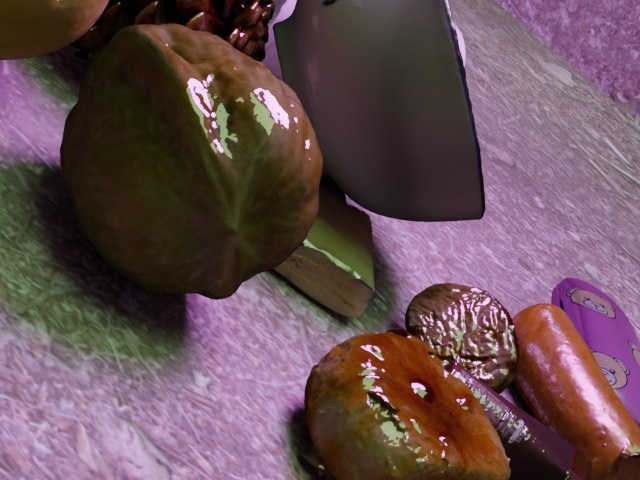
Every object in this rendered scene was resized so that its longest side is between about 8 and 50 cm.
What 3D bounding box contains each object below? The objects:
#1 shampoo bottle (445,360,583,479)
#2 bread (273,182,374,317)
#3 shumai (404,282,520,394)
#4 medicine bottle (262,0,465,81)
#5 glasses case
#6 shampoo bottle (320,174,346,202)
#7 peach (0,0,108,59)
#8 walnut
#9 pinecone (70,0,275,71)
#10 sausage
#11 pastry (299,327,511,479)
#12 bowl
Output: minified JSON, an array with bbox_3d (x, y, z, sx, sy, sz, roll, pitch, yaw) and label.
[{"bbox_3d":[0.212,0.218,1.707,0.236,0.068,0.067,39,19,-6],"label":"shampoo bottle"},{"bbox_3d":[0.001,0.000,1.784,0.139,0.060,0.178,34,22,-16],"label":"bread"},{"bbox_3d":[0.157,0.124,1.801,0.123,0.105,0.139,-19,37,-15],"label":"shumai"},{"bbox_3d":[0.027,-0.278,2.198,0.332,0.190,0.190,24,26,-37],"label":"medicine bottle"},{"bbox_3d":[0.362,0.146,2.094,0.123,0.076,0.316,37,21,-14],"label":"glasses case"},{"bbox_3d":[-0.014,-0.098,1.958,0.063,0.057,0.208,29,25,-29],"label":"shampoo bottle"},{"bbox_3d":[-0.338,-0.331,1.553,0.315,0.281,0.314,1,78,-20],"label":"peach"},{"bbox_3d":[-0.125,-0.078,1.491,0.227,0.283,0.283,-18,49,-16],"label":"walnut"},{"bbox_3d":[-0.167,-0.244,1.765,0.272,0.224,0.224,35,20,6],"label":"pinecone"},{"bbox_3d":[0.287,0.179,1.876,0.109,0.109,0.270,23,28,-39],"label":"sausage"},{"bbox_3d":[0.079,0.178,1.514,0.218,0.100,0.229,29,25,-28],"label":"pastry"},{"bbox_3d":[0.054,-0.177,1.813,0.354,0.185,0.354,-12,90,-89],"label":"bowl"}]
